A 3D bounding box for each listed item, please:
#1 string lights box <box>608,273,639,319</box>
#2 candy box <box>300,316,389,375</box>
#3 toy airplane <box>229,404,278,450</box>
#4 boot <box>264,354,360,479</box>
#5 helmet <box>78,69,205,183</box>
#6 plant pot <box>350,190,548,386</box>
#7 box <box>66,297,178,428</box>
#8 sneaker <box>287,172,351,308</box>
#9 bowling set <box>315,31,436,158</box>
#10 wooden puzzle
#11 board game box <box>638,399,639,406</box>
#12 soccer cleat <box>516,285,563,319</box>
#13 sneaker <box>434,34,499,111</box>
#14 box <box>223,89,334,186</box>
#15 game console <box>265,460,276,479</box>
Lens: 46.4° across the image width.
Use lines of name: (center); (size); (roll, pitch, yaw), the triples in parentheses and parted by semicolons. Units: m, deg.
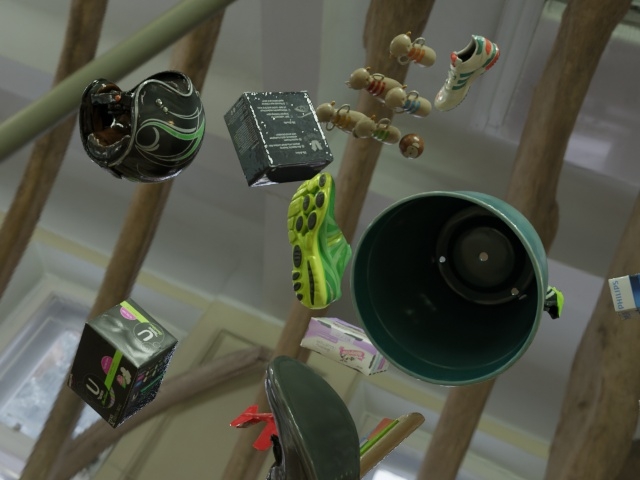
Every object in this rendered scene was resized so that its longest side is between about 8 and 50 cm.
string lights box: (0.766, 0.104, 1.600); (0.259, 0.077, 0.133); (-14, -19, 24)
candy box: (0.067, 0.233, 1.666); (0.164, 0.070, 0.196); (22, 1, 17)
toy airplane: (-0.079, 0.284, 1.191); (0.151, 0.151, 0.028); (-9, -76, 40)
boot: (-0.058, 0.266, 0.693); (0.229, 0.263, 0.091); (-35, -27, 26)
helmet: (-0.247, -0.167, 1.082); (0.169, 0.161, 0.169); (1, -88, 34)
plant pot: (0.219, 0.048, 1.124); (0.271, 0.255, 0.272); (5, -78, 26)
box: (-0.169, 0.104, 0.635); (0.062, 0.052, 0.083); (37, -54, 14)
sneaker: (0.000, 0.000, 1.641); (0.109, 0.123, 0.296); (3, -89, 39)
bowling set: (0.143, -0.275, 1.562); (0.154, 0.200, 0.287); (9, -46, -46)
wooden puzzle: (0.066, 0.358, 1.227); (0.044, 0.221, 0.239); (48, -11, 13)
board game box: (0.547, 0.308, 1.123); (0.103, 0.026, 0.154); (-10, -89, 0)
soccer cleat: (0.495, 0.123, 1.714); (0.179, 0.072, 0.060); (28, -32, -26)
sneaker: (0.256, -0.316, 1.396); (0.075, 0.057, 0.161); (20, -56, -38)
box: (-0.081, -0.197, 1.441); (0.093, 0.156, 0.158); (-36, -109, 48)
game console: (0.038, 0.620, 1.427); (0.386, 0.342, 0.060); (20, -45, 4)
